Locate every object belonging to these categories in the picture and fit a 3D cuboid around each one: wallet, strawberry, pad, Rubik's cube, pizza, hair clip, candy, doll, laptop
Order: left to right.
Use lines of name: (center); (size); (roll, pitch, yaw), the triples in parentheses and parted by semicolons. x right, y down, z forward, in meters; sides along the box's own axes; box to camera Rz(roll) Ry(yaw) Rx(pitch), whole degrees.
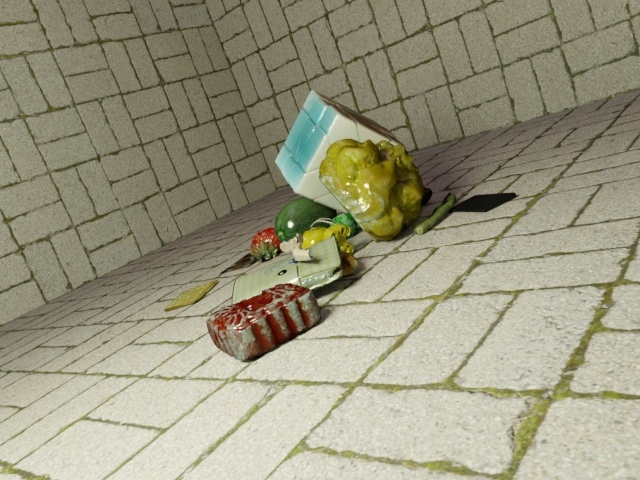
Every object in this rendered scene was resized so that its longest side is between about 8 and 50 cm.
pad: (-0.284, 0.076, 2.340); (0.158, 0.003, 0.235); (-14, 13, 29)
strawberry: (-0.173, -0.010, 2.283); (0.188, 0.106, 0.286); (-8, 16, 34)
wallet: (-0.087, 0.099, 1.577); (0.309, 0.077, 0.223); (-25, 18, 7)
hair clip: (-0.065, 0.028, 1.577); (0.072, 0.034, 0.226); (-29, 16, -2)
candy: (-0.003, 0.009, 2.022); (0.323, 0.097, 0.097); (-34, 16, -22)
doll: (0.000, 0.000, 1.862); (0.142, 0.136, 0.220); (-30, 26, -30)
pizza: (0.016, 0.073, 1.696); (0.134, 0.056, 0.271); (-24, 12, -21)
Rubik's cube: (0.065, -0.310, 2.138); (0.322, 0.318, 0.316); (-60, 29, 19)
laptop: (0.499, -0.115, 1.834); (0.135, 0.016, 0.197); (-26, 11, -19)

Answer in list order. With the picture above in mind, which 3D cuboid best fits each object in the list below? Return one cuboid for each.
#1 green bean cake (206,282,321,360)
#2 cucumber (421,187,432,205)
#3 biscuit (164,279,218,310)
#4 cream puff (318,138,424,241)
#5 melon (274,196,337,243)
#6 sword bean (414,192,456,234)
green bean cake: (-0.130, 0.179, 1.355); (0.232, 0.097, 0.198); (-26, 12, -22)
cucumber: (0.326, -0.132, 2.095); (0.069, 0.069, 0.227); (-8, 21, 48)
biscuit: (-0.454, 0.193, 2.060); (0.143, 0.016, 0.203); (-17, 13, 15)
cream puff: (0.181, -0.185, 1.858); (0.275, 0.378, 0.378); (-41, 9, 7)
melon: (-0.060, -0.067, 2.161); (0.287, 0.183, 0.182); (-26, 12, -39)
sword bean: (0.365, -0.085, 1.835); (0.043, 0.038, 0.269); (-3, 24, 39)
